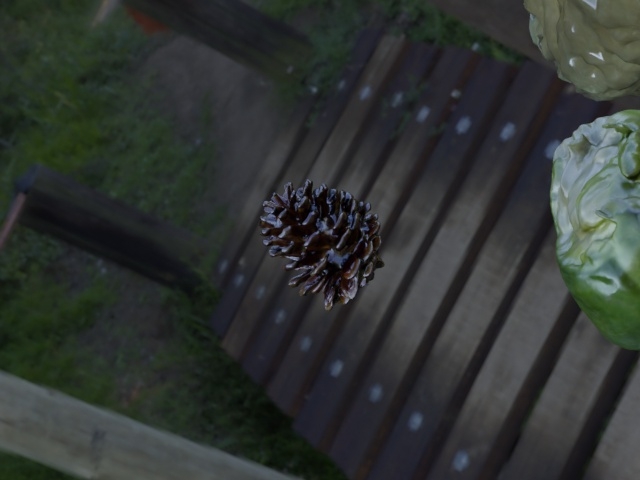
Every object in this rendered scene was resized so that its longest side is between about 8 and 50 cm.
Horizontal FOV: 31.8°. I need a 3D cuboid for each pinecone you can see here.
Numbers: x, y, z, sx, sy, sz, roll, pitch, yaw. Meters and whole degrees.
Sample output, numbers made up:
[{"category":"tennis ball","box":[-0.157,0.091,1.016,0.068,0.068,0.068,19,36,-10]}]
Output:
[{"category":"pinecone","box":[0.002,-0.003,0.943,0.102,0.109,0.102,-41,1,1]}]

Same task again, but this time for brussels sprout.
[{"category":"brussels sprout","box":[0.237,-0.003,0.829,0.131,0.145,0.183,-44,21,36]}]

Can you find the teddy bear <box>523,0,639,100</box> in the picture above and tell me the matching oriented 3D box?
[{"category":"teddy bear","box":[0.114,-0.197,0.316,0.267,0.156,0.256,-27,59,51]}]
